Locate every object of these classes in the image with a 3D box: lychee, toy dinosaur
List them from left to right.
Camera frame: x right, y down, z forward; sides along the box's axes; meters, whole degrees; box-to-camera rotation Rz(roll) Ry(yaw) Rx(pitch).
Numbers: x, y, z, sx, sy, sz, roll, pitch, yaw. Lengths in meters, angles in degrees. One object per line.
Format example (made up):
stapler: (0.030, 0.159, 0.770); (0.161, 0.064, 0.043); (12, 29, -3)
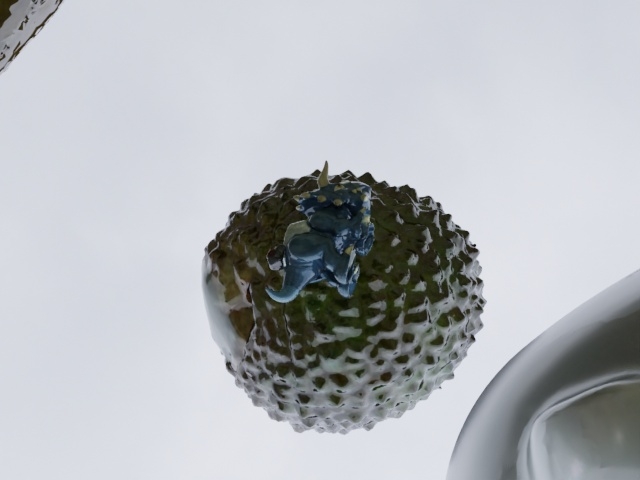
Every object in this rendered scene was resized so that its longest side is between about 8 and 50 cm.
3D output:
toy dinosaur: (0.000, 0.000, 0.887); (0.047, 0.030, 0.083); (12, -121, 16)
lychee: (0.020, 0.033, 0.987); (0.171, 0.171, 0.171); (-6, -147, 4)

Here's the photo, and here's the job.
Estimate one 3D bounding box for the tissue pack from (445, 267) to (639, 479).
tissue pack: (0.199, 0.070, 0.388); (0.333, 0.236, 0.229); (-26, -111, 12)

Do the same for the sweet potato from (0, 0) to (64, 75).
sweet potato: (-0.073, -0.155, 0.486); (0.098, 0.310, 0.124); (38, -142, 21)
